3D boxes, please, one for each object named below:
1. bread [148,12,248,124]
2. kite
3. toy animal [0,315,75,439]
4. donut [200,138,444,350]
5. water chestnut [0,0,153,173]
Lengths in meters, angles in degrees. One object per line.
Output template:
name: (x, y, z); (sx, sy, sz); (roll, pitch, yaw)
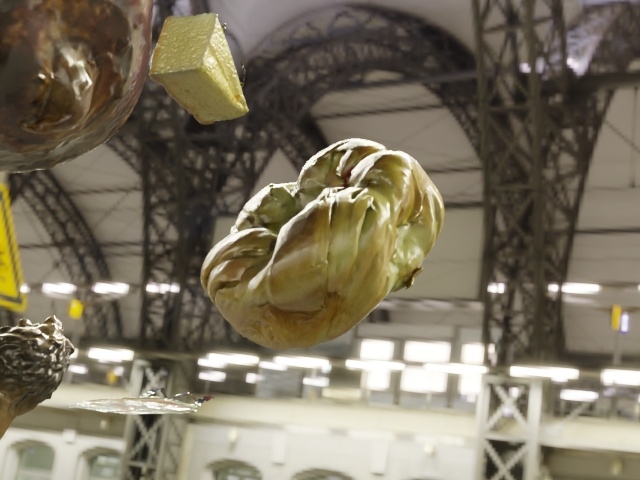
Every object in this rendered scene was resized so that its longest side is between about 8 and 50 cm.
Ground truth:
bread: (-0.121, -0.188, 1.200); (0.084, 0.080, 0.109); (-1, -29, 36)
kite: (-0.182, 0.177, 1.201); (0.127, 0.016, 0.229); (6, -4, 9)
toy animal: (-0.257, 0.138, 0.740); (0.086, 0.219, 0.069); (33, -3, 6)
donut: (0.000, 0.000, 1.499); (0.360, 0.360, 0.170); (-11, -56, 49)
water chestnut: (-0.229, -0.158, 0.760); (0.238, 0.223, 0.224); (22, -2, 45)
